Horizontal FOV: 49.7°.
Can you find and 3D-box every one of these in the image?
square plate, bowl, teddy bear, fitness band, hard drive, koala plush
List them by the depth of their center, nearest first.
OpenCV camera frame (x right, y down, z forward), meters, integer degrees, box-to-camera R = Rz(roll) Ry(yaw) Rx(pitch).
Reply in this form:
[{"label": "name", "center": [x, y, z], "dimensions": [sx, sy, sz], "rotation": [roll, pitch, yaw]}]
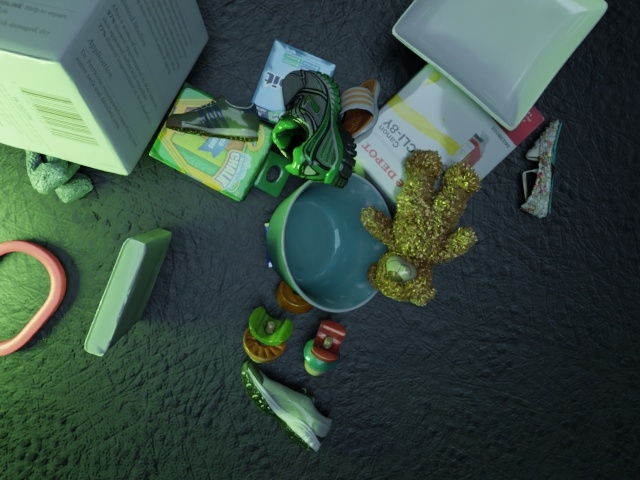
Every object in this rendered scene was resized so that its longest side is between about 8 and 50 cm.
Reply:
[{"label": "hard drive", "center": [-0.401, 0.095, 1.481], "dimensions": [0.047, 0.353, 0.233], "rotation": [22, 93, -6]}, {"label": "teddy bear", "center": [0.215, -0.028, 1.485], "dimensions": [0.245, 0.113, 0.338], "rotation": [39, 94, -5]}, {"label": "square plate", "center": [0.384, -0.475, 1.492], "dimensions": [0.344, 0.049, 0.347], "rotation": [38, 91, -5]}, {"label": "koala plush", "center": [-0.523, -0.217, 1.536], "dimensions": [0.221, 0.196, 0.204], "rotation": [-17, 86, 1]}, {"label": "bowl", "center": [0.000, 0.000, 1.569], "dimensions": [0.311, 0.163, 0.312], "rotation": [-2, 93, -36]}, {"label": "fitness band", "center": [-0.730, 0.133, 1.614], "dimensions": [0.209, 0.054, 0.291], "rotation": [40, 91, -9]}]

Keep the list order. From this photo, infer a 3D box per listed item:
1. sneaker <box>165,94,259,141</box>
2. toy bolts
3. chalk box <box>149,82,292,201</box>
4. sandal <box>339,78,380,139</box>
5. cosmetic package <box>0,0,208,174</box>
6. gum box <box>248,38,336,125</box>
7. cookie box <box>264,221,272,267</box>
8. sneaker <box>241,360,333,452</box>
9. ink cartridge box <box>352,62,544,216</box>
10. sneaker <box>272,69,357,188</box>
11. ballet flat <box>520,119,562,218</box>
[{"label": "sneaker", "center": [-0.220, -0.261, 1.439], "dimensions": [0.192, 0.064, 0.086], "rotation": [7, 87, -6]}, {"label": "toy bolts", "center": [-0.052, 0.224, 1.656], "dimensions": [0.228, 0.159, 0.218], "rotation": [27, 52, 4]}, {"label": "chalk box", "center": [-0.206, -0.200, 1.561], "dimensions": [0.288, 0.179, 0.180], "rotation": [26, 92, -6]}, {"label": "sandal", "center": [0.073, -0.308, 1.546], "dimensions": [0.101, 0.265, 0.076], "rotation": [-29, 118, 27]}, {"label": "cosmetic package", "center": [-0.472, -0.400, 1.343], "dimensions": [0.327, 0.329, 0.394], "rotation": [15, 63, 16]}, {"label": "gum box", "center": [-0.069, -0.355, 1.629], "dimensions": [0.156, 0.041, 0.185], "rotation": [22, 94, -6]}, {"label": "cookie box", "center": [-0.085, 0.007, 1.656], "dimensions": [0.091, 0.040, 0.107], "rotation": [-5, 94, -4]}, {"label": "sneaker", "center": [-0.085, 0.386, 1.670], "dimensions": [0.271, 0.100, 0.108], "rotation": [45, 66, -3]}, {"label": "ink cartridge box", "center": [0.269, -0.242, 1.604], "dimensions": [0.384, 0.160, 0.279], "rotation": [-43, 96, 0]}, {"label": "sneaker", "center": [-0.032, -0.259, 1.468], "dimensions": [0.146, 0.344, 0.134], "rotation": [9, 130, -26]}, {"label": "ballet flat", "center": [0.531, -0.176, 1.673], "dimensions": [0.077, 0.091, 0.241], "rotation": [8, 90, 17]}]
